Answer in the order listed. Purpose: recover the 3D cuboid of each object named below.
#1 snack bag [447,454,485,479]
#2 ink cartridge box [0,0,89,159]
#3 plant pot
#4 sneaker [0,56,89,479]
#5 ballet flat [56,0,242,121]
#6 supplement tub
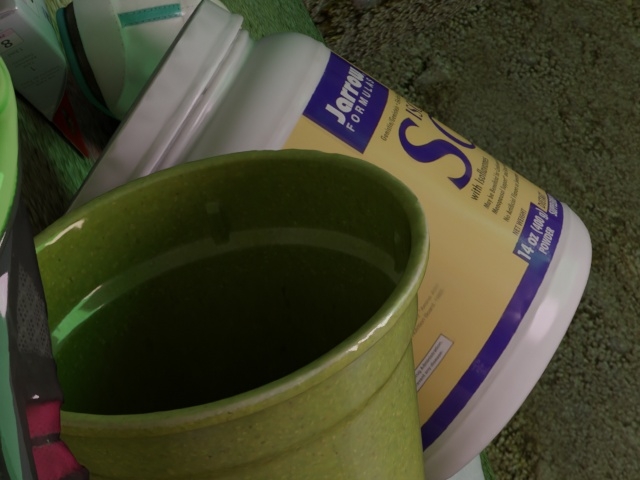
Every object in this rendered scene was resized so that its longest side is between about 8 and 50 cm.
[{"bbox_3d":[0.091,0.280,1.832,0.323,0.037,0.343,26,52,-57],"label":"snack bag"},{"bbox_3d":[-0.231,-0.192,1.553,0.232,0.066,0.189,42,24,-61],"label":"ink cartridge box"},{"bbox_3d":[-0.043,0.123,1.214,0.276,0.276,0.254,-102,177,-59],"label":"plant pot"},{"bbox_3d":[-0.168,0.105,0.777,0.202,0.185,0.483,88,-12,-59],"label":"sneaker"},{"bbox_3d":[-0.121,-0.140,1.686,0.400,0.139,0.139,62,4,-82],"label":"ballet flat"},{"bbox_3d":[0.000,0.000,1.437,0.331,0.241,0.241,33,14,-8],"label":"supplement tub"}]
